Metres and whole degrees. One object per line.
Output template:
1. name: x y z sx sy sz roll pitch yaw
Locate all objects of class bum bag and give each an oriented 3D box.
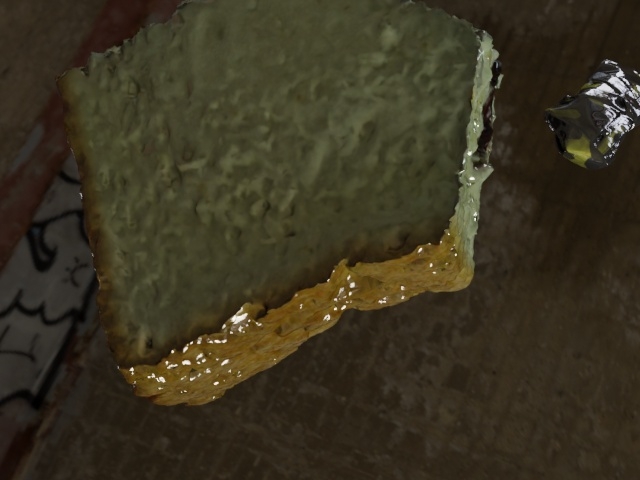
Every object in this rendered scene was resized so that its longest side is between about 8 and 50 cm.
1. bum bag: 0.358 -0.162 1.210 0.107 0.060 0.232 41 -133 15

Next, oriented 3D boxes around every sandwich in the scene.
1. sandwich: -0.018 -0.059 0.693 0.325 0.131 0.262 -25 -113 17
